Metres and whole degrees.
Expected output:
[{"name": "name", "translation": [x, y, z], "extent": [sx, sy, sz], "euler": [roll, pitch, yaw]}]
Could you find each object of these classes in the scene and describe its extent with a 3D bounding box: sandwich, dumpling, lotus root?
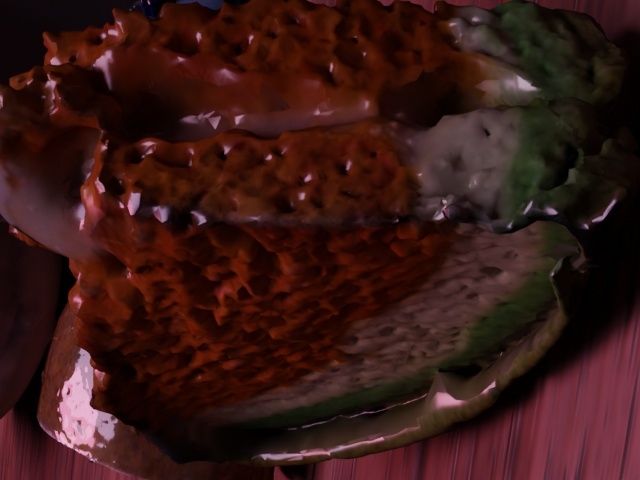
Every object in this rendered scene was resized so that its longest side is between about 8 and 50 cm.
[{"name": "sandwich", "translation": [-0.015, -0.006, 0.716], "extent": [0.292, 0.212, 0.109], "euler": [106, 174, -64]}, {"name": "dumpling", "translation": [-0.257, 0.017, 1.428], "extent": [0.243, 0.187, 0.318], "euler": [-25, -56, -72]}, {"name": "lotus root", "translation": [-0.072, 0.069, 0.946], "extent": [0.112, 0.122, 0.081], "euler": [-74, 1, -71]}]

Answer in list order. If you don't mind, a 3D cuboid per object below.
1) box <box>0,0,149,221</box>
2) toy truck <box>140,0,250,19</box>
[{"name": "box", "translation": [-0.180, -0.088, 1.218], "extent": [0.243, 0.135, 0.163], "euler": [163, 108, -67]}, {"name": "toy truck", "translation": [-0.063, -0.115, 1.027], "extent": [0.074, 0.063, 0.136], "euler": [92, 170, -68]}]
